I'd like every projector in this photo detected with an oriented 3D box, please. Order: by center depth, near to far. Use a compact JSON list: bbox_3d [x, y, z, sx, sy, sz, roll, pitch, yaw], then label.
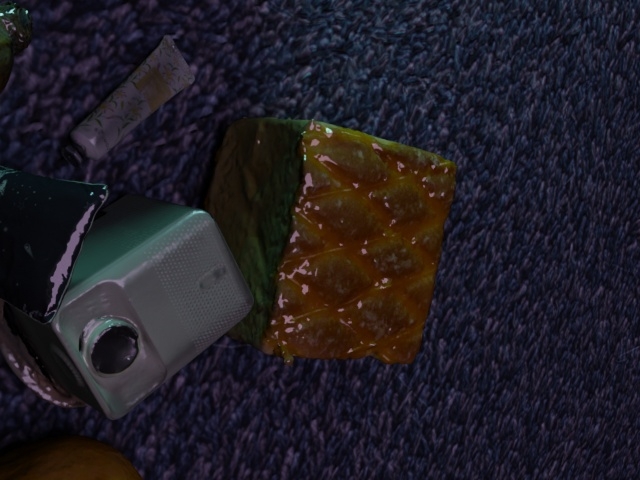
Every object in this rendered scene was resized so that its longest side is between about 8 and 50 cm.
[{"bbox_3d":[-0.223,0.070,0.890,0.242,0.177,0.163,-36,119,-29],"label":"projector"}]

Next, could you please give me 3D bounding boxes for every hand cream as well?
[{"bbox_3d":[-0.219,-0.156,0.942,0.194,0.042,0.067,-50,124,-27],"label":"hand cream"}]

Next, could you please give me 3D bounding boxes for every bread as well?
[{"bbox_3d":[0.000,0.000,1.046,0.279,0.207,0.279,7,94,-40],"label":"bread"}]

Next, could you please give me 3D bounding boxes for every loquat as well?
[{"bbox_3d":[-0.294,0.309,0.877,0.234,0.176,0.187,-15,66,-19],"label":"loquat"}]

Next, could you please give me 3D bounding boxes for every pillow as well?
[{"bbox_3d":[-0.312,-0.010,0.791,0.055,0.208,0.141,40,67,-65],"label":"pillow"}]

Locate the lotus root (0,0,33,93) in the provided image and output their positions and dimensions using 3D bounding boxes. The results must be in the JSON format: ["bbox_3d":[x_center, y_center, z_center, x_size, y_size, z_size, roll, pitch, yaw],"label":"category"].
[{"bbox_3d":[-0.364,-0.169,0.771,0.209,0.120,0.120,-38,120,-31],"label":"lotus root"}]
